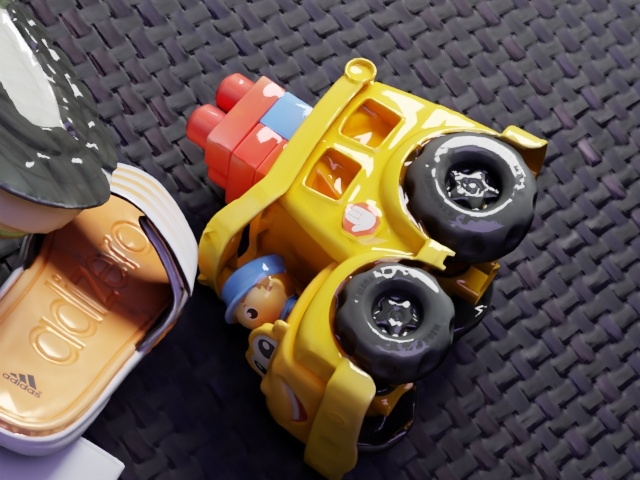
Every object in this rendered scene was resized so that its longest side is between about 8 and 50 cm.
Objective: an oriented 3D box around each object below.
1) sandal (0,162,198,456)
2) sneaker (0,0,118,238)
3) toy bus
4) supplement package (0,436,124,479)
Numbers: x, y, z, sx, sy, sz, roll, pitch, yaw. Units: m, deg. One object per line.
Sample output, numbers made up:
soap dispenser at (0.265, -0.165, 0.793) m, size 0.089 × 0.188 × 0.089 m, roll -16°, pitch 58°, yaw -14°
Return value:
sandal at (-0.113, 0.018, 0.787) m, size 0.102 × 0.076 × 0.265 m, roll 34°, pitch 26°, yaw -9°
sneaker at (-0.273, -0.125, 0.802) m, size 0.158 × 0.182 × 0.410 m, roll 30°, pitch 24°, yaw -53°
toy bus at (0.000, 0.000, 0.876) m, size 0.211 × 0.149 × 0.220 m, roll 31°, pitch 62°, yaw 7°
supplement package at (-0.195, 0.170, 0.733) m, size 0.105 × 0.105 × 0.179 m, roll 33°, pitch 60°, yaw -7°
